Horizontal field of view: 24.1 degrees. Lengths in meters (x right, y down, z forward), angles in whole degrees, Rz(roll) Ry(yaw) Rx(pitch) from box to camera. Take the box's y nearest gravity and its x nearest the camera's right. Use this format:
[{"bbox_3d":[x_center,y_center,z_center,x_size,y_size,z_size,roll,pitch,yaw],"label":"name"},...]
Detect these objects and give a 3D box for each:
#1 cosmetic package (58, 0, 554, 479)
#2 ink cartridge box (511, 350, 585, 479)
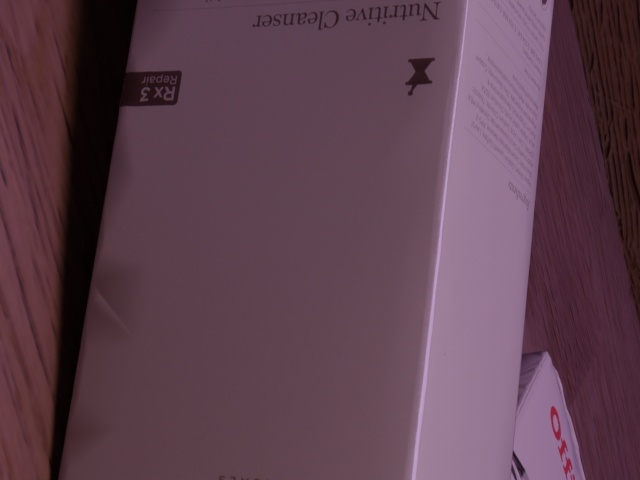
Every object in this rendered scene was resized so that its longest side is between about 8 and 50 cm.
[{"bbox_3d":[0.000,0.000,0.853,0.156,0.217,0.385,36,57,-59],"label":"cosmetic package"},{"bbox_3d":[0.083,0.290,1.058,0.395,0.166,0.285,-46,123,-62],"label":"ink cartridge box"}]
